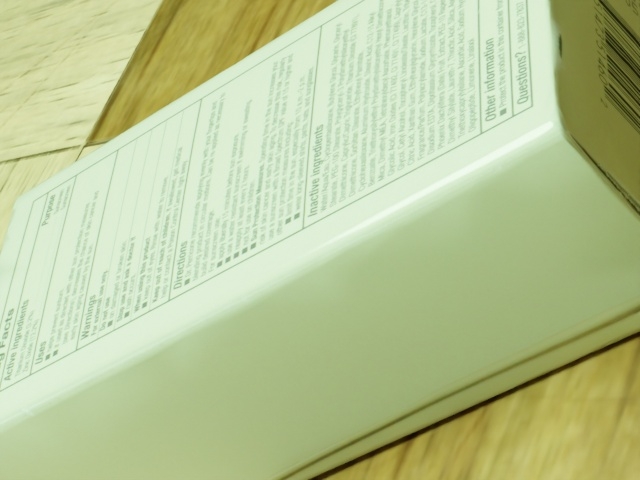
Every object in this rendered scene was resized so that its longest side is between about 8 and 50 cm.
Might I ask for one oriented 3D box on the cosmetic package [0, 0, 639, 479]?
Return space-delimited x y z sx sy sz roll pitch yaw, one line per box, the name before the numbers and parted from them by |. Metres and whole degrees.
cosmetic package | 0.000 0.000 0.750 0.309 0.113 0.160 -28 37 30
